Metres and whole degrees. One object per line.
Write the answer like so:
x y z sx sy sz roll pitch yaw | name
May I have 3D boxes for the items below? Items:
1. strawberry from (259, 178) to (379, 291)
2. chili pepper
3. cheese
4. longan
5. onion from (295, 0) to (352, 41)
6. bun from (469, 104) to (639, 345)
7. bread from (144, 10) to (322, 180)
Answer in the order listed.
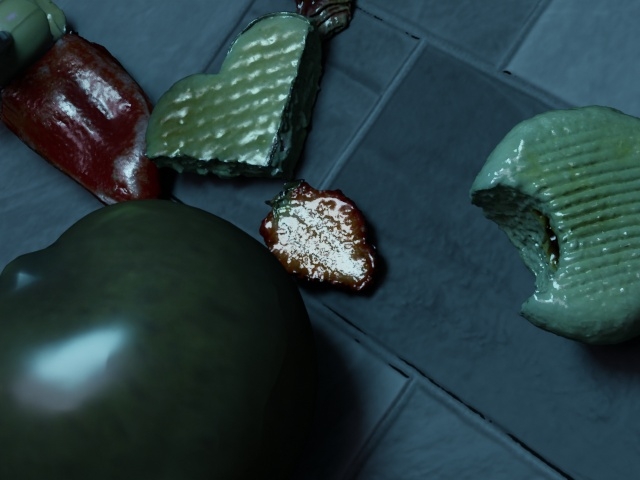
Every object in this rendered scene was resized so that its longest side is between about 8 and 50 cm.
0.001 0.001 1.561 0.104 0.048 0.152 -46 65 -2 | strawberry
-0.242 -0.123 1.748 0.144 0.136 0.253 -27 55 -34 | chili pepper
-0.368 -0.219 1.775 0.163 0.082 0.286 -45 8 0 | cheese
-0.174 0.136 1.424 0.361 0.361 0.361 -14 62 27 | longan
-0.022 -0.399 1.689 0.267 0.159 0.348 -18 59 29 | onion
0.231 -0.011 1.364 0.204 0.126 0.212 7 77 8 | bun
-0.073 -0.135 1.651 0.232 0.064 0.172 -39 61 6 | bread
